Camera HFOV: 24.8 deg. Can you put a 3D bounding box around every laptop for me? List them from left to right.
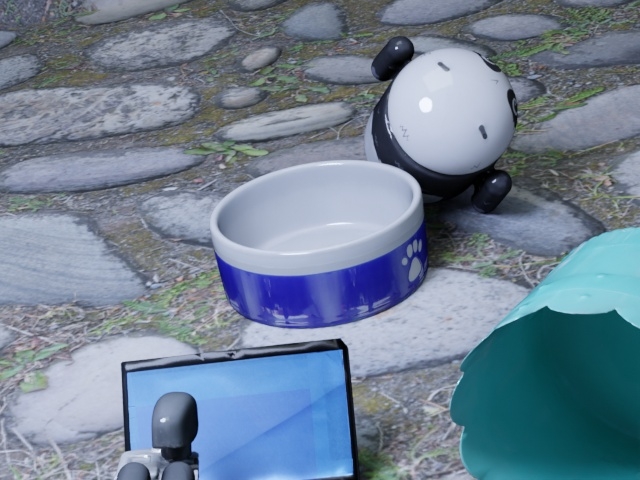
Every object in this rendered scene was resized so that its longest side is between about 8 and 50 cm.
[{"bbox_3d":[-0.085,0.219,1.354,0.234,0.136,0.264,-7,21,7],"label":"laptop"}]

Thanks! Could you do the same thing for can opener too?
[{"bbox_3d":[-0.142,0.197,1.236,0.074,0.093,0.280,-2,8,-3],"label":"can opener"}]

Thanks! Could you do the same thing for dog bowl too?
[{"bbox_3d":[0.000,0.000,1.806,0.265,0.104,0.265,-8,26,4],"label":"dog bowl"}]

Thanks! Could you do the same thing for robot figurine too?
[{"bbox_3d":[0.155,-0.147,1.896,0.209,0.173,0.278,16,-14,-6],"label":"robot figurine"}]

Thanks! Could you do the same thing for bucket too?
[{"bbox_3d":[0.273,0.134,1.265,0.281,0.281,0.183,6,30,29],"label":"bucket"}]
